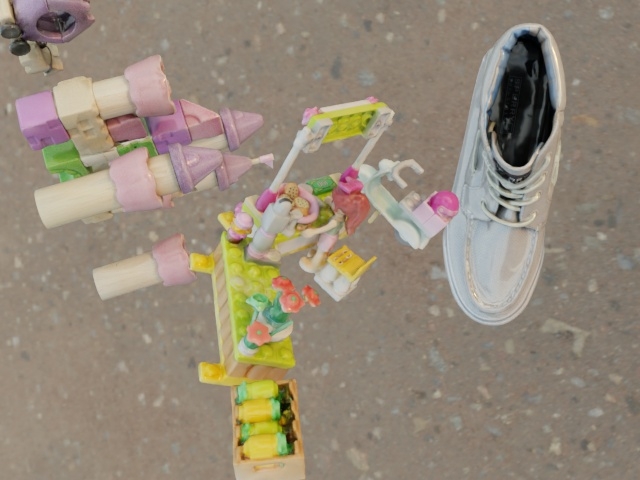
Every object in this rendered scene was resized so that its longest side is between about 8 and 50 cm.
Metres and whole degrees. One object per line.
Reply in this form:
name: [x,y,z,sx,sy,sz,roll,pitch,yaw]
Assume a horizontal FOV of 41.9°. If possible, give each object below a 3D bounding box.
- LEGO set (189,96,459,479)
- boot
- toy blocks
LEGO set: [0.000,0.000,0.498,0.132,0.287,0.107,35,128,2]
boot: [0.152,-0.051,0.705,0.095,0.123,0.258,4,93,10]
toy blocks: [-0.194,-0.133,0.993,0.288,0.260,0.309,87,165,-67]
